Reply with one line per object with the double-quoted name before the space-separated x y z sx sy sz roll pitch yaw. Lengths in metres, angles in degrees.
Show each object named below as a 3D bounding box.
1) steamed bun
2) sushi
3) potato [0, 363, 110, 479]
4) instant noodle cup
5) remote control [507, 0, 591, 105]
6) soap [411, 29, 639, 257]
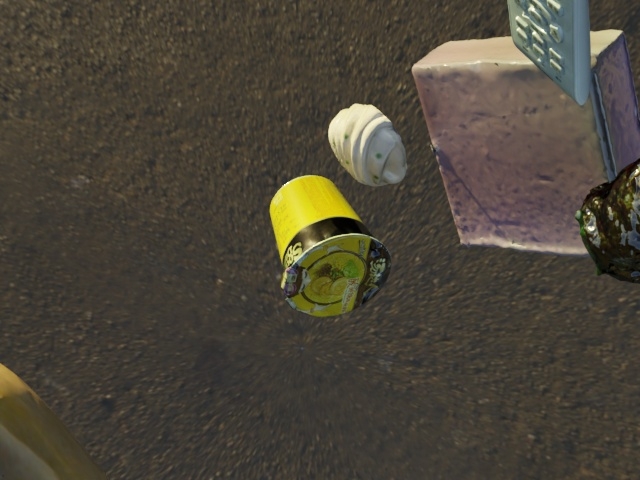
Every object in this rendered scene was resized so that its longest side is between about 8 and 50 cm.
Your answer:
"steamed bun" 0.085 -0.179 1.794 0.106 0.183 0.183 -39 85 -13
"sushi" 0.389 -0.020 0.996 0.224 0.127 0.124 1 66 -26
"potato" -0.172 0.161 0.432 0.150 0.146 0.234 -35 99 -46
"instant noodle cup" 0.000 0.000 1.796 0.215 0.216 0.236 -23 45 -4
"remote control" 0.222 -0.235 0.881 0.051 0.293 0.103 -39 63 0
"soap" 0.287 -0.123 1.234 0.107 0.285 0.296 -39 123 -34
